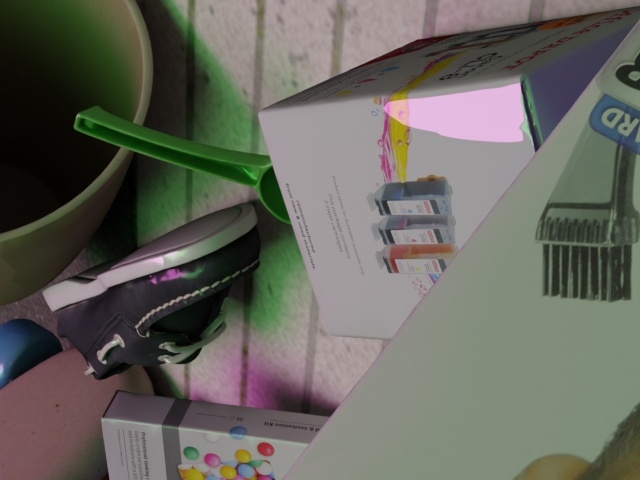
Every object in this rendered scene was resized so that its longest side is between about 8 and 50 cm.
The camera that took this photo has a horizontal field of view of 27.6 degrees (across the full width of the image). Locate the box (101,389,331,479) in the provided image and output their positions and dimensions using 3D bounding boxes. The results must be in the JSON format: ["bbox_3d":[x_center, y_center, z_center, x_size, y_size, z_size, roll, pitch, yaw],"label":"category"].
[{"bbox_3d":[-0.057,0.183,0.933,0.186,0.038,0.145,5,122,10],"label":"box"}]

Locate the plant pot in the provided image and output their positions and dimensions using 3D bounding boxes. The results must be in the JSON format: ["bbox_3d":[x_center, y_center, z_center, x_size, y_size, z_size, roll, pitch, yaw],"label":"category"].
[{"bbox_3d":[-0.255,-0.059,0.951,0.256,0.256,0.274,52,159,13],"label":"plant pot"}]

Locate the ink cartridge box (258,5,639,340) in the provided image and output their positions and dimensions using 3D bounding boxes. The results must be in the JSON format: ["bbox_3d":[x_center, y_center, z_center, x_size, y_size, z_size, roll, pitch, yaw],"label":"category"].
[{"bbox_3d":[0.085,-0.030,0.625,0.176,0.128,0.127,1,113,49],"label":"ink cartridge box"}]

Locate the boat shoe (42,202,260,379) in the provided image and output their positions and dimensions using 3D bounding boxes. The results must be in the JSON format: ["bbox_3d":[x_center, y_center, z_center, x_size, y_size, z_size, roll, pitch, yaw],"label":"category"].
[{"bbox_3d":[-0.110,0.045,0.934,0.091,0.114,0.302,65,156,-3],"label":"boat shoe"}]

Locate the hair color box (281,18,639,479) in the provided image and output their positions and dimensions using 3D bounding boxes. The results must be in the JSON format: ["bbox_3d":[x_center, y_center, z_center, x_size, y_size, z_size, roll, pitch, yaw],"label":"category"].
[{"bbox_3d":[0.146,0.040,0.431,0.185,0.339,0.110,35,176,32],"label":"hair color box"}]

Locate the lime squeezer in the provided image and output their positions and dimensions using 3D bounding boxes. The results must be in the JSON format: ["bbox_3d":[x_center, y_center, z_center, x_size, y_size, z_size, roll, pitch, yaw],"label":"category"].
[{"bbox_3d":[0.000,0.000,0.769,0.310,0.110,0.059,43,122,17],"label":"lime squeezer"}]

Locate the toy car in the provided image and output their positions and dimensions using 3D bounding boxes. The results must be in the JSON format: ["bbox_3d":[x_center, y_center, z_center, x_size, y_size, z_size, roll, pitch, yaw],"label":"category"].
[{"bbox_3d":[-0.213,0.229,1.111,0.219,0.210,0.238,23,142,32],"label":"toy car"}]
